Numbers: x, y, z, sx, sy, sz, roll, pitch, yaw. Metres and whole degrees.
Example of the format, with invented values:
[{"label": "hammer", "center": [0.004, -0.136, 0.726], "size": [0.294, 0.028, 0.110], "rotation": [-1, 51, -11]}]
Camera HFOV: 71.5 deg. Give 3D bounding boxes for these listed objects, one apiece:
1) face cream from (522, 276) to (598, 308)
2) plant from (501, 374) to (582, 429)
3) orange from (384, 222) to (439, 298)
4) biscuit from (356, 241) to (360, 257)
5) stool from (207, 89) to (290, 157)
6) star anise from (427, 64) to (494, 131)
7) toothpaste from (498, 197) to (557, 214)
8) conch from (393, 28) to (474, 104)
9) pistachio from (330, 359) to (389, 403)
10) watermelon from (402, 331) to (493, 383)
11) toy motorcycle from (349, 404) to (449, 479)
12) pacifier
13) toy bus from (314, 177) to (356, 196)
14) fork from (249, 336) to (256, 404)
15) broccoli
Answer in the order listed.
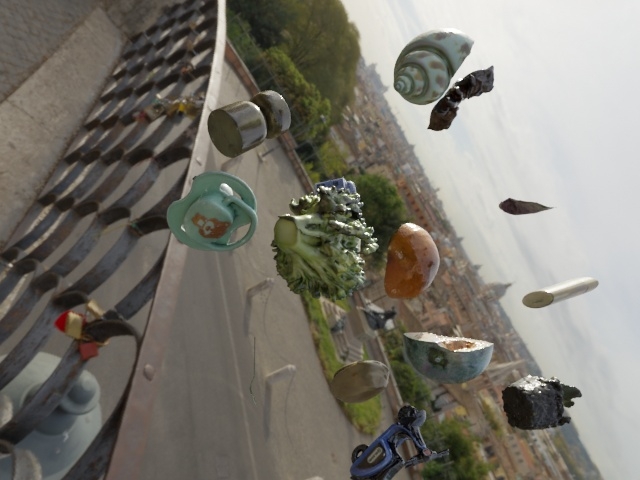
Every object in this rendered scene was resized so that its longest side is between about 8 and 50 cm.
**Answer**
[{"label": "face cream", "center": [0.919, 0.197, 1.703], "size": [0.285, 0.139, 0.067], "rotation": [-10, 79, -27]}, {"label": "plant", "center": [0.605, 0.443, 1.226], "size": [0.142, 0.203, 0.131], "rotation": [150, -71, -69]}, {"label": "orange", "center": [0.382, 0.090, 1.899], "size": [0.274, 0.275, 0.309], "rotation": [14, 61, -69]}, {"label": "biscuit", "center": [0.132, 0.017, 1.613], "size": [0.152, 0.020, 0.151], "rotation": [3, 90, -78]}, {"label": "stool", "center": [-0.262, -0.434, 1.648], "size": [0.264, 0.179, 0.179], "rotation": [-39, 102, -40]}, {"label": "star anise", "center": [0.488, -0.498, 1.543], "size": [0.110, 0.257, 0.198], "rotation": [46, -2, 0]}, {"label": "toothpaste", "center": [0.733, -0.126, 1.618], "size": [0.075, 0.048, 0.301], "rotation": [40, 0, -7]}, {"label": "conch", "center": [0.357, -0.573, 1.471], "size": [0.197, 0.249, 0.367], "rotation": [37, 54, -23]}, {"label": "pistachio", "center": [0.143, 0.515, 1.634], "size": [0.153, 0.238, 0.137], "rotation": [54, 25, -8]}, {"label": "watermelon", "center": [0.450, 0.444, 1.614], "size": [0.175, 0.322, 0.188], "rotation": [1, 89, -65]}, {"label": "toy motorcycle", "center": [0.257, 0.733, 1.509], "size": [0.213, 0.358, 0.125], "rotation": [35, -15, 51]}, {"label": "pacifier", "center": [-0.365, -0.114, 1.590], "size": [0.288, 0.343, 0.269], "rotation": [42, 27, -23]}, {"label": "toy bus", "center": [0.062, -0.214, 1.869], "size": [0.076, 0.168, 0.073], "rotation": [68, 13, -52]}, {"label": "fork", "center": [-0.234, 0.451, 1.534], "size": [0.021, 0.039, 0.234], "rotation": [-1, 87, -28]}, {"label": "broccoli", "center": [0.005, 0.006, 1.287], "size": [0.272, 0.324, 0.334], "rotation": [26, 77, -81]}]
